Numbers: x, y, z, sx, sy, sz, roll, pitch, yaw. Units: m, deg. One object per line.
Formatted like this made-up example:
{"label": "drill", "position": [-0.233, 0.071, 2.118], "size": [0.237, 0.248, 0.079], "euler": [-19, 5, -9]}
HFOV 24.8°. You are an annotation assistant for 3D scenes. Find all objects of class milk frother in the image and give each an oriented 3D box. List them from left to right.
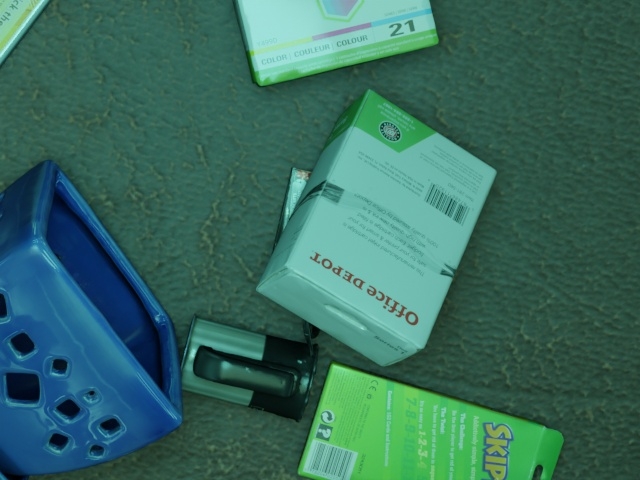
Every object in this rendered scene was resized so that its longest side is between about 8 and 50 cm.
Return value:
{"label": "milk frother", "position": [-0.066, 0.097, 1.480], "size": [0.135, 0.129, 0.143], "euler": [14, 72, -6]}

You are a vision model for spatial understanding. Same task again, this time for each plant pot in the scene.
{"label": "plant pot", "position": [-0.281, 0.095, 1.388], "size": [0.212, 0.236, 0.236], "euler": [-32, 112, 6]}

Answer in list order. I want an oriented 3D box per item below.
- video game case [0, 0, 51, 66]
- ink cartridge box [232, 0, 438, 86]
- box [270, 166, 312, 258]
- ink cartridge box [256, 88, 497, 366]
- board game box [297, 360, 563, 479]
{"label": "video game case", "position": [-0.394, -0.258, 1.474], "size": [0.206, 0.026, 0.227], "euler": [38, 91, -5]}
{"label": "ink cartridge box", "position": [-0.005, -0.297, 1.458], "size": [0.189, 0.097, 0.255], "euler": [-14, 96, -2]}
{"label": "box", "position": [0.000, 0.000, 1.515], "size": [0.094, 0.027, 0.137], "euler": [13, 93, -5]}
{"label": "ink cartridge box", "position": [0.056, -0.010, 1.431], "size": [0.160, 0.092, 0.219], "euler": [32, 63, -12]}
{"label": "board game box", "position": [0.117, 0.222, 1.535], "size": [0.259, 0.039, 0.124], "euler": [17, 94, -2]}
